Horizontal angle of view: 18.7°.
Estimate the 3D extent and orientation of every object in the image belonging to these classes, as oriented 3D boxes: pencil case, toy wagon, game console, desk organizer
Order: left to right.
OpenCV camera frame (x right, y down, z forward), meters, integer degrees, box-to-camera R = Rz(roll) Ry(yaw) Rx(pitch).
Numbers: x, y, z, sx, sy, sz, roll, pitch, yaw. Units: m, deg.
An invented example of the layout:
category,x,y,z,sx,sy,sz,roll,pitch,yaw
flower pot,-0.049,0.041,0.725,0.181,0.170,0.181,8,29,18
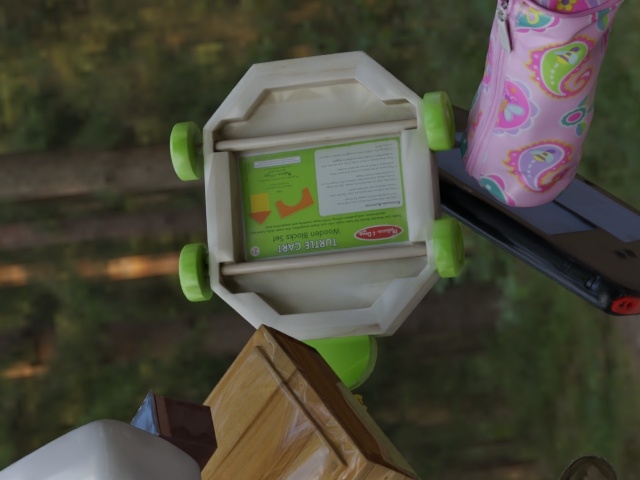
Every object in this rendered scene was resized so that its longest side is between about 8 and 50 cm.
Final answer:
category,x,y,z,sx,sy,sz,roll,pitch,yaw
desk organizer,-0.129,0.177,1.464,0.130,0.050,0.047,-57,30,32
toy wagon,0.000,0.000,1.816,0.068,0.267,0.344,18,-113,-74
game console,0.208,-0.042,1.968,0.342,0.386,0.060,3,-63,-63
pencil case,0.195,-0.155,1.732,0.284,0.124,0.124,96,166,-54

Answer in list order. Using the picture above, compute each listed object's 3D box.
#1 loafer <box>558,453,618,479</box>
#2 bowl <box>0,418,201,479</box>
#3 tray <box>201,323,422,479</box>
category,x,y,z,sx,sy,sz,roll,pitch,yaw
loafer,0.217,0.220,1.606,0.148,0.056,0.050,-54,-17,-54
bowl,-0.161,0.193,1.365,0.142,0.142,0.053,37,-152,-54
tray,-0.104,0.290,1.593,0.411,0.076,0.203,-55,39,11
